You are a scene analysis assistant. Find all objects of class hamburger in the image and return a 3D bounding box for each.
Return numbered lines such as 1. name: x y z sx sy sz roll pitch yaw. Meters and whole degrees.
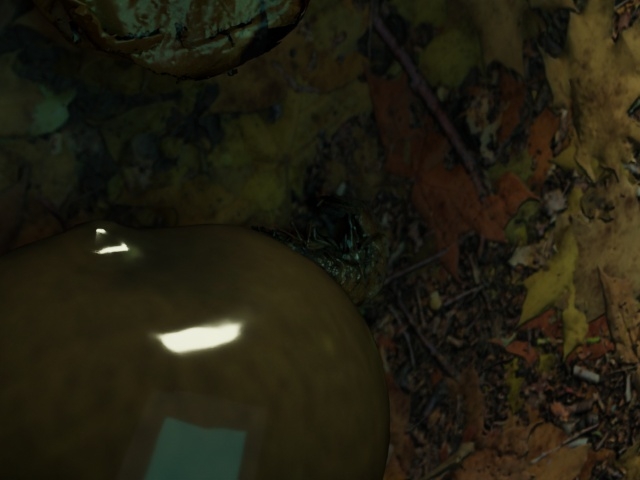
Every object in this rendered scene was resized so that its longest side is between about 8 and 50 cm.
1. hamburger: -0.110 -0.225 0.908 0.231 0.107 0.231 -10 111 -29

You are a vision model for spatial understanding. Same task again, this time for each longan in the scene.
1. longan: -0.113 0.130 0.890 0.350 0.288 0.288 6 98 -25

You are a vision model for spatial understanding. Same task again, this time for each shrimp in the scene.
1. shrimp: 0.000 0.000 1.081 0.161 0.034 0.091 22 77 -41
